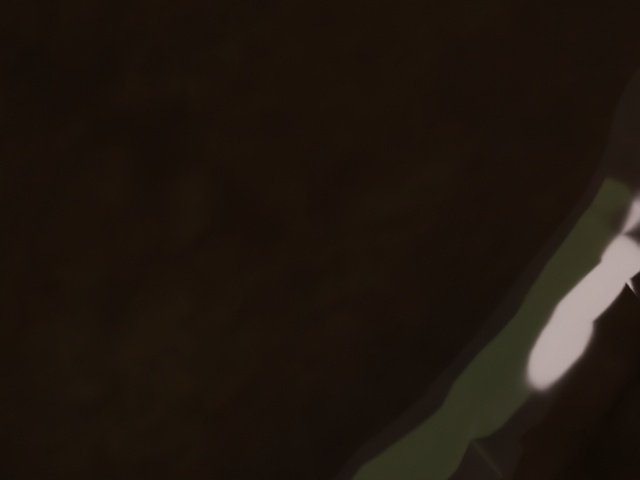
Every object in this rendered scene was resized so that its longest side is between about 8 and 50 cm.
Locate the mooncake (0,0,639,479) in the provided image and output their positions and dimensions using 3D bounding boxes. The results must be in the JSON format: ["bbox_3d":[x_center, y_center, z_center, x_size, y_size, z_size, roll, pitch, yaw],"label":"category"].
[{"bbox_3d":[-0.002,0.000,0.448,0.324,0.187,0.324,-12,61,23],"label":"mooncake"}]
